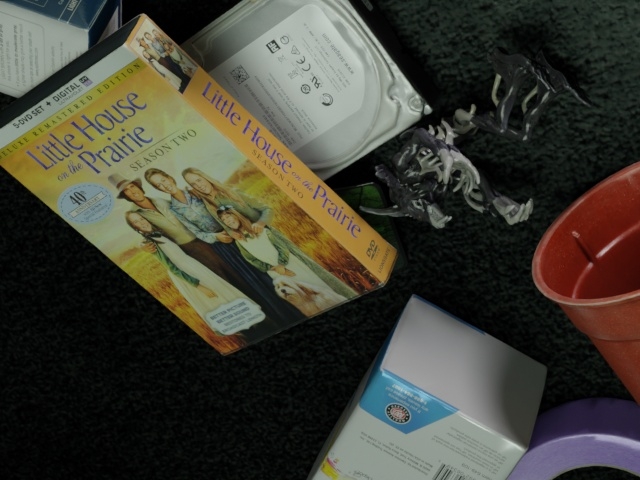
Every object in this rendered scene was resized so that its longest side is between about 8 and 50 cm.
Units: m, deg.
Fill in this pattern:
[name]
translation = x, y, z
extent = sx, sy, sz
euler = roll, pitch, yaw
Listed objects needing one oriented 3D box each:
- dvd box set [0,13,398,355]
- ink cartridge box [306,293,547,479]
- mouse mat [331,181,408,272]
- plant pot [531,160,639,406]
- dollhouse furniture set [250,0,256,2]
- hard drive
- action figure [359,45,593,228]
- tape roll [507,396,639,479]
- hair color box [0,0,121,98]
[dvd box set]
translation = -0.157, -0.050, 1.968
extent = 0.308, 0.062, 0.420
euler = -25, 121, 42
[ink cartridge box]
translation = 0.120, 0.253, 2.065
extent = 0.198, 0.197, 0.270
euler = 29, 120, 0
[mouse mat]
translation = 0.000, 0.000, 2.043
extent = 0.190, 0.007, 0.152
euler = -11, 132, 14
[plant pot]
translation = 0.416, 0.079, 1.871
extent = 0.272, 0.272, 0.265
euler = -21, 117, 25
[dollhouse furniture set]
translation = -0.016, -0.385, 1.784
extent = 0.242, 0.212, 0.161
euler = -22, 112, -3
[hard drive]
translation = -0.061, -0.168, 1.985
extent = 0.339, 0.064, 0.237
euler = -31, 104, 28
[action figure]
translation = 0.171, -0.091, 1.901
extent = 0.275, 0.164, 0.141
euler = -46, 57, 23
[tape roll]
translation = 0.359, 0.335, 2.100
extent = 0.275, 0.090, 0.274
euler = 7, 118, 13
[hair color box]
translation = -0.411, -0.280, 1.973
extent = 0.347, 0.105, 0.174
euler = 19, 145, 5
